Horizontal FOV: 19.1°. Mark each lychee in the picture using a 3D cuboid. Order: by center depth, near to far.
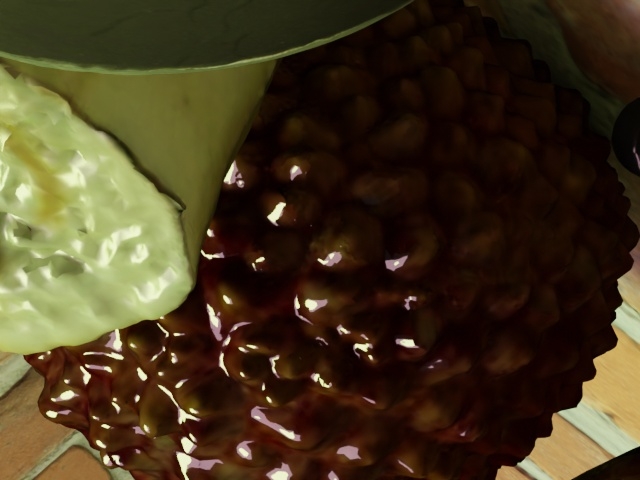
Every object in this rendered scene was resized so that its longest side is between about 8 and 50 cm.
[{"bbox_3d":[0.000,0.000,0.926,0.330,0.306,0.306,-3,130,54],"label":"lychee"}]

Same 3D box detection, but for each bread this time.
[{"bbox_3d":[-0.141,-0.167,0.730,0.210,0.341,0.300,-12,135,35],"label":"bread"}]

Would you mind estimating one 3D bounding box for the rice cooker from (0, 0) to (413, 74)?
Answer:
[{"bbox_3d":[-0.037,-0.194,0.429,0.288,0.288,0.277,47,168,5],"label":"rice cooker"}]

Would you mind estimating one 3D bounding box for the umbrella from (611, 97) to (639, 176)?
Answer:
[{"bbox_3d":[0.186,-0.013,0.736,0.071,0.080,0.224,15,-171,-26],"label":"umbrella"}]

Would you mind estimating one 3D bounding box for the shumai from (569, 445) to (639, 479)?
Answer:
[{"bbox_3d":[0.231,0.252,0.961,0.323,0.324,0.397,60,169,19],"label":"shumai"}]
